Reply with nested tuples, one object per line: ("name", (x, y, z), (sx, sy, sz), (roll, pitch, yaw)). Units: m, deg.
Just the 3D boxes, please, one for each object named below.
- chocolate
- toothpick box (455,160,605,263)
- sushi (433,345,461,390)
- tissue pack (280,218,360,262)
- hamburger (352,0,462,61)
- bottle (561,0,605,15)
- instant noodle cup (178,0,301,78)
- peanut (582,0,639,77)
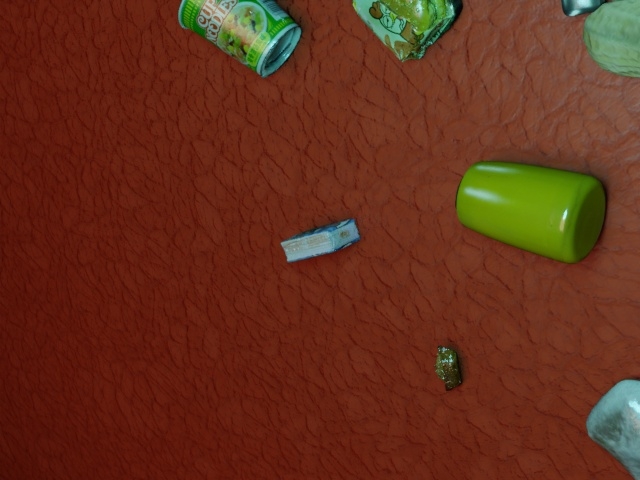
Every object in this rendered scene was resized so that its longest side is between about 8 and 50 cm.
("chocolate", (0.679, 0.428, 1.872), (0.303, 0.100, 0.185), (44, 132, 21))
("toothpick box", (0.406, -0.068, 1.841), (0.271, 0.175, 0.175), (18, 117, 36))
("sushi", (0.291, 0.295, 2.145), (0.060, 0.061, 0.118), (-8, 96, 13))
("tissue pack", (0.000, 0.000, 2.225), (0.155, 0.115, 0.065), (-16, 96, 40))
("hamburger", (0.173, -0.496, 1.884), (0.214, 0.125, 0.235), (47, 144, 2))
("bottle", (0.462, -0.536, 1.669), (0.096, 0.079, 0.254), (12, 116, 61))
("instant noodle cup", (-0.171, -0.503, 2.128), (0.232, 0.207, 0.207), (40, 128, 9))
("peanut", (0.587, -0.341, 1.579), (0.313, 0.152, 0.152), (31, 128, 55))
